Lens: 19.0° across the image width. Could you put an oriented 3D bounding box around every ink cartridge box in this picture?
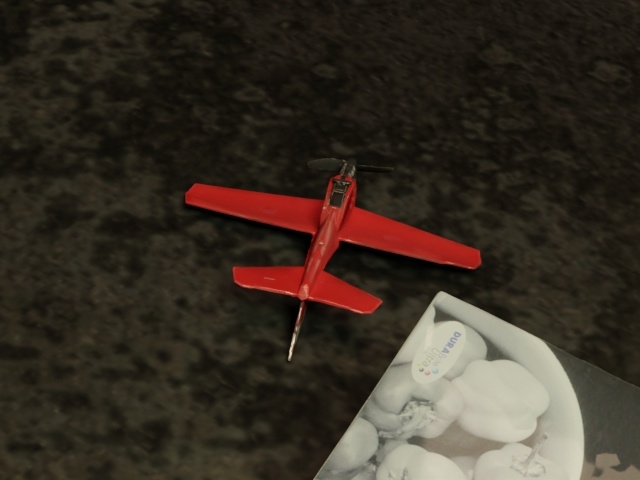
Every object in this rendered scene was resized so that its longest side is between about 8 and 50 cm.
[{"bbox_3d":[0.082,0.143,0.681,0.208,0.045,0.206,26,58,17],"label":"ink cartridge box"}]

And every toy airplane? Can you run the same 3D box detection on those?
[{"bbox_3d":[0.000,0.000,0.907,0.151,0.028,0.151,6,37,-5],"label":"toy airplane"}]
